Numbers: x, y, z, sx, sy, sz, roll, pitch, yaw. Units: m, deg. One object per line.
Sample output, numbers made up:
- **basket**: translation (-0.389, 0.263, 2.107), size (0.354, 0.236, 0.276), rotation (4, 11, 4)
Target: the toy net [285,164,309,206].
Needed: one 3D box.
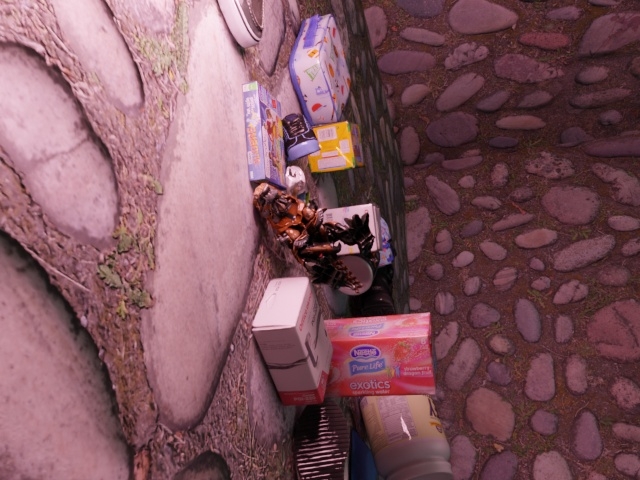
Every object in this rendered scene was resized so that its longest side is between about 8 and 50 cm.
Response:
- **toy net**: translation (-0.048, -0.128, 1.177), size (0.232, 0.045, 0.121), rotation (82, 8, -79)

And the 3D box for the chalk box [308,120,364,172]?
- **chalk box**: translation (0.051, -0.269, 1.513), size (0.213, 0.133, 0.131), rotation (-26, 108, -72)

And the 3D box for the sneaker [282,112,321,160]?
- **sneaker**: translation (-0.055, -0.241, 1.174), size (0.232, 0.082, 0.090), rotation (-118, -173, -73)

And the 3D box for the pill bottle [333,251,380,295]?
- **pill bottle**: translation (0.117, 0.070, 1.620), size (0.245, 0.131, 0.130), rotation (-53, 135, -69)

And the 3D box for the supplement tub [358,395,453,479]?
- **supplement tub**: translation (0.263, 0.599, 1.609), size (0.235, 0.236, 0.324), rotation (66, 7, -48)

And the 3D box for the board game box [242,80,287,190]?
- **board game box**: translation (-0.115, -0.213, 1.082), size (0.136, 0.035, 0.201), rotation (16, 68, -73)

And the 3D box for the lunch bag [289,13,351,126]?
- **lunch bag**: translation (0.000, -0.491, 1.461), size (0.243, 0.115, 0.303), rotation (65, 25, -44)

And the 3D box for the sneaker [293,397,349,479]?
- **sneaker**: translation (0.005, 0.517, 1.115), size (0.146, 0.123, 0.330), rotation (98, -11, -64)

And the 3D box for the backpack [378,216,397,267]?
- **backpack**: translation (0.170, 0.005, 1.784), size (0.117, 0.159, 0.173), rotation (-48, 123, -70)

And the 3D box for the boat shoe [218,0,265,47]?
- **boat shoe**: translation (-0.139, -0.545, 0.970), size (0.121, 0.119, 0.334), rotation (-38, 120, -72)

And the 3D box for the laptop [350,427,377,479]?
- **laptop**: translation (0.233, 0.834, 1.563), size (0.236, 0.408, 0.381), rotation (-52, 145, -19)

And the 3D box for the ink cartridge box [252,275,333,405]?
- **ink cartridge box**: translation (-0.049, 0.203, 1.049), size (0.158, 0.092, 0.217), rotation (-74, 151, -55)

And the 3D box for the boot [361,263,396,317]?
- **boot**: translation (0.223, 0.201, 1.970), size (0.445, 0.146, 0.366), rotation (-90, 176, -53)

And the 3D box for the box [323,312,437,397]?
- **box**: translation (0.123, 0.276, 1.243), size (0.142, 0.300, 0.153), rotation (-43, 125, -71)

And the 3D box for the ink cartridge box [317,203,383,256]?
- **ink cartridge box**: translation (0.076, -0.024, 1.421), size (0.127, 0.176, 0.128), rotation (4, 81, -74)

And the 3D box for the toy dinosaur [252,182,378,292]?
- **toy dinosaur**: translation (0.000, 0.000, 1.066), size (0.322, 0.218, 0.164), rotation (22, 89, -38)
